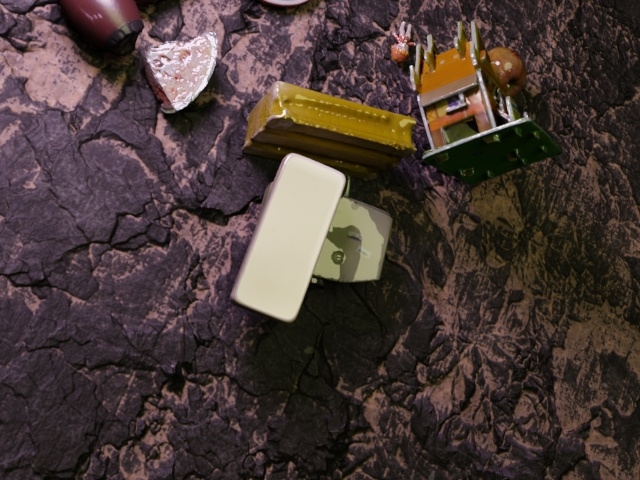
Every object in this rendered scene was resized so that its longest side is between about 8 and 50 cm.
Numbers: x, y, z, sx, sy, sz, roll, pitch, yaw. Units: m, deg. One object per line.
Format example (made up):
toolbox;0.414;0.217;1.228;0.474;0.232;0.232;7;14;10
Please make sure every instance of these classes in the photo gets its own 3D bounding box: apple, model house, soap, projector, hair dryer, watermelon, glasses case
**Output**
apple;0.428;-0.396;1.877;0.126;0.126;0.102;-15;52;-27
model house;0.352;-0.311;1.705;0.357;0.242;0.313;11;65;-59
soap;0.017;-0.217;1.605;0.314;0.199;0.091;11;70;-21
projector;0.000;0.000;1.600;0.269;0.088;0.194;17;77;-14
hair dryer;-0.380;-0.535;1.558;0.340;0.123;0.313;-32;83;-37
watermelon;-0.288;-0.345;1.565;0.139;0.071;0.187;27;77;-10
glasses case;-0.061;-0.004;1.501;0.131;0.070;0.313;21;77;-8

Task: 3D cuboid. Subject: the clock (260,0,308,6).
clock;-0.096;-0.626;1.715;0.244;0.056;0.244;6;76;-24

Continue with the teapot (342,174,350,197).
teapot;0.034;-0.112;1.669;0.088;0.066;0.057;-16;107;-49

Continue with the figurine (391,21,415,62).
figurine;0.191;-0.459;1.818;0.064;0.047;0.109;21;62;-12
